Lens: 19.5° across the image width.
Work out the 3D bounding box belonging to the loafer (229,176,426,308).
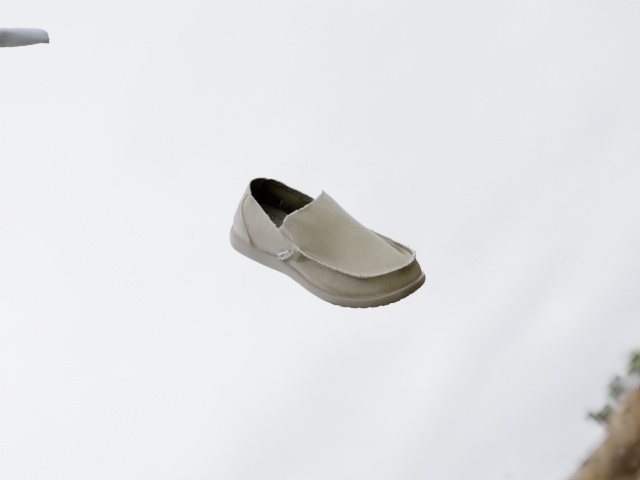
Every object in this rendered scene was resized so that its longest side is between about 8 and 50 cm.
[{"bbox_3d":[0.000,0.000,1.171,0.056,0.148,0.050,-38,-45,-42],"label":"loafer"}]

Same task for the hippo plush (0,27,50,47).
[{"bbox_3d":[-0.478,-0.172,1.859,0.294,0.234,0.236,36,-112,-53],"label":"hippo plush"}]
